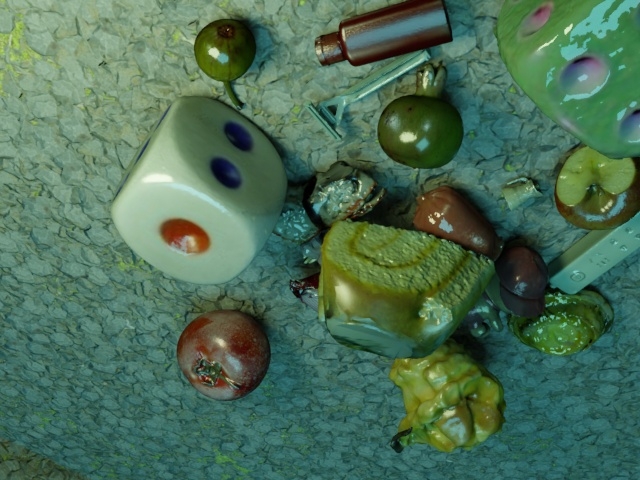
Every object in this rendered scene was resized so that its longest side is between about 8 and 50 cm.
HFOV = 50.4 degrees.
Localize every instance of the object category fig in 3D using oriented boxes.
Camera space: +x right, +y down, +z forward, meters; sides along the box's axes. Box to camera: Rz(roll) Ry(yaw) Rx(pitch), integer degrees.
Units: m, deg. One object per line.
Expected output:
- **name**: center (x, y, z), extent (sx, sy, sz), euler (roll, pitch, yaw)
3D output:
- **fig**: center (-0.188, -0.355, 1.405), extent (0.124, 0.124, 0.236), euler (5, 157, 3)

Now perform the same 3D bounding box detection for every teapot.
- **teapot**: center (0.464, -0.112, 1.564), extent (0.083, 0.057, 0.067), euler (-23, 98, 20)

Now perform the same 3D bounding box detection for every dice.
- **dice**: center (0.510, -0.353, 1.141), extent (0.322, 0.318, 0.330), euler (31, 129, -19)
- **dice**: center (-0.262, -0.108, 1.491), extent (0.304, 0.304, 0.277), euler (32, 128, -21)

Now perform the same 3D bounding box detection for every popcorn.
- **popcorn**: center (0.331, 0.448, 1.905), extent (0.381, 0.349, 0.349), euler (-47, 119, -2)

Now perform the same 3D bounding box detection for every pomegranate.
- **pomegranate**: center (0.220, -0.242, 1.395), extent (0.179, 0.179, 0.210), euler (27, 119, -17)

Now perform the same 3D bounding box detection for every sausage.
- **sausage**: center (0.321, -0.025, 1.599), extent (0.148, 0.148, 0.254), euler (-32, 116, 32)

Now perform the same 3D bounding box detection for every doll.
- **doll**: center (0.453, 0.123, 1.693), extent (0.152, 0.196, 0.256), euler (0, 151, -45)

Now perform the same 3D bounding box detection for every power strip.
- **power strip**: center (0.695, 0.008, 1.634), extent (0.091, 0.062, 0.385), euler (29, 130, -15)

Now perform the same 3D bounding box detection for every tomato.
- **tomato**: center (-0.270, 0.322, 1.956), extent (0.271, 0.227, 0.270), euler (8, 118, 15)

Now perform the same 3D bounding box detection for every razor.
- **razor**: center (0.106, -0.323, 1.418), extent (0.278, 0.056, 0.111), euler (-31, 124, 23)

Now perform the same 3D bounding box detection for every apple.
- **apple**: center (0.607, -0.108, 1.460), extent (0.195, 0.173, 0.160), euler (-22, 124, 31)

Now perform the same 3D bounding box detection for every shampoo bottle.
- **shampoo bottle**: center (0.119, -0.402, 1.325), extent (0.260, 0.064, 0.102), euler (-10, 132, 18)

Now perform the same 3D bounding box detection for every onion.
- **onion**: center (0.050, 0.137, 1.792), extent (0.284, 0.120, 0.227), euler (28, 155, -19)

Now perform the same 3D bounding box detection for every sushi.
- **sushi**: center (-0.007, -0.091, 1.598), extent (0.332, 0.124, 0.130), euler (-25, 116, 26)

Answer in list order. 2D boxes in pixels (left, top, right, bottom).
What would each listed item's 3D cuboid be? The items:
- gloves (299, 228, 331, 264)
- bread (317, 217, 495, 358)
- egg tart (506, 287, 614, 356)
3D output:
- **gloves**: center (0.008, 0.004, 1.705), extent (0.144, 0.094, 0.110), euler (-16, 123, 47)
- **bread**: center (0.179, 0.135, 1.533), extent (0.396, 0.264, 0.239), euler (13, 140, 5)
- **egg tart**: center (0.648, 0.230, 1.831), extent (0.279, 0.095, 0.278), euler (3, 134, 3)
